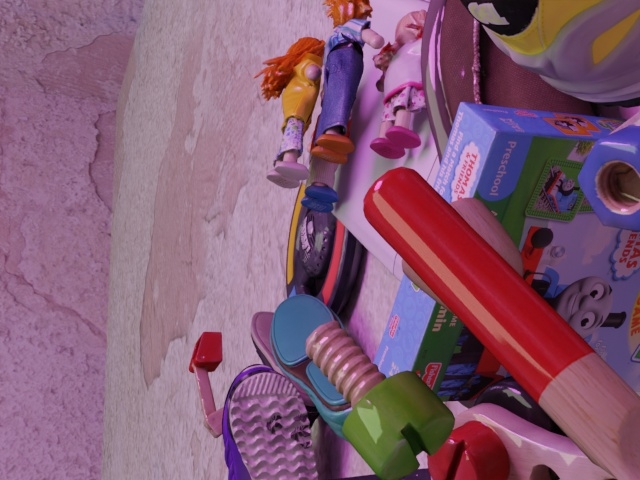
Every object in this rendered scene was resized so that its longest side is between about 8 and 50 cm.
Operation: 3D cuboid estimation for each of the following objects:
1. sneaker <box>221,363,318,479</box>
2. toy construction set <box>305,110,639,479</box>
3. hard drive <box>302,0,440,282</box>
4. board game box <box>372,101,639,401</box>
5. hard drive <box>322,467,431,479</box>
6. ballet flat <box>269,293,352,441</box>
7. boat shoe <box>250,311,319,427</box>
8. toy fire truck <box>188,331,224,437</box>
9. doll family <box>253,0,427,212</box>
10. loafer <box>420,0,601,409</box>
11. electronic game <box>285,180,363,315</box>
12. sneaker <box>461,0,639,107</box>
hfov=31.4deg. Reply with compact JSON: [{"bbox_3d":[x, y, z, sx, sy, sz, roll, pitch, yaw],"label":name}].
[{"bbox_3d":[-0.056,0.277,1.285,0.146,0.102,0.293,-155,61,-74],"label":"sneaker"},{"bbox_3d":[0.164,0.081,0.446,0.237,0.309,0.257,48,113,29],"label":"toy construction set"},{"bbox_3d":[0.082,-0.112,1.096,0.233,0.047,0.353,-68,20,11],"label":"hard drive"},{"bbox_3d":[0.146,0.012,0.621,0.039,0.212,0.160,50,131,50],"label":"board game box"},{"bbox_3d":[0.015,0.309,0.947,0.254,0.172,0.054,-78,-29,-51],"label":"hard drive"},{"bbox_3d":[0.010,0.142,1.203,0.087,0.083,0.247,63,174,-27],"label":"ballet flat"},{"bbox_3d":[-0.046,0.158,1.393,0.206,0.075,0.065,-123,44,-56],"label":"boat shoe"},{"bbox_3d":[-0.097,0.215,1.421,0.047,0.135,0.192,129,145,-58],"label":"toy fire truck"},{"bbox_3d":[0.011,-0.146,1.064,0.263,0.118,0.163,-32,44,60],"label":"doll family"},{"bbox_3d":[0.160,-0.062,0.793,0.130,0.134,0.365,-24,61,55],"label":"loafer"},{"bbox_3d":[0.000,0.000,1.358,0.229,0.048,0.229,-172,90,-73],"label":"electronic game"},{"bbox_3d":[0.183,-0.257,0.552,0.145,0.147,0.384,24,101,43],"label":"sneaker"}]
